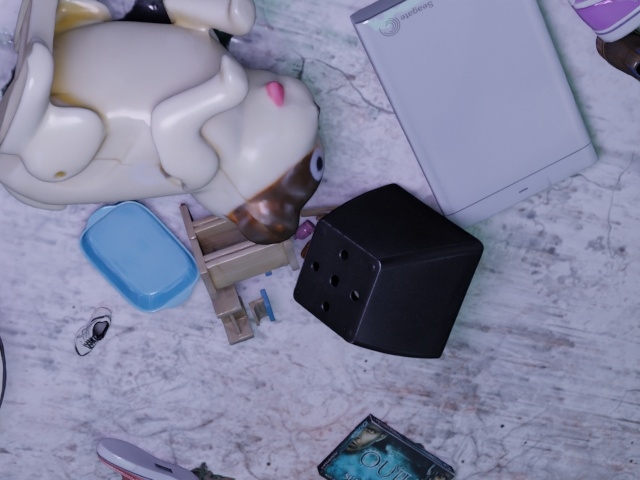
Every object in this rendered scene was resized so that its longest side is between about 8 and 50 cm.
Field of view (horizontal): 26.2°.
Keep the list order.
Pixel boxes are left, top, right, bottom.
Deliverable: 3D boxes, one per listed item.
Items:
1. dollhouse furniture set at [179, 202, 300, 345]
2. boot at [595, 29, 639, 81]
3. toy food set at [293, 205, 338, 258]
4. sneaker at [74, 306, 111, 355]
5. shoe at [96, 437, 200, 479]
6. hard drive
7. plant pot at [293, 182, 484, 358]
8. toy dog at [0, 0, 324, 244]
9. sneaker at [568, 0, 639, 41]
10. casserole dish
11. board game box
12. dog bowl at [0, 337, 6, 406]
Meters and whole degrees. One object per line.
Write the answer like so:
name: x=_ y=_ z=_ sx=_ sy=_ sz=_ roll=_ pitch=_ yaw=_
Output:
dollhouse furniture set: x=-0.101 y=0.028 z=1.903 sx=0.129 sy=0.129 sz=0.183 roll=-19 pitch=143 yaw=-2
boot: x=0.488 y=-0.226 z=1.886 sx=0.219 sy=0.106 sz=0.082 roll=16 pitch=113 yaw=-19
toy food set: x=0.000 y=0.000 z=1.953 sx=0.078 sy=0.019 sz=0.122 roll=-9 pitch=126 yaw=-7
sneaker: x=-0.323 y=0.134 z=1.943 sx=0.032 sy=0.037 sz=0.083 roll=24 pitch=111 yaw=-24
shoe: x=-0.271 y=0.363 z=2.056 sx=0.178 sy=0.063 sz=0.081 roll=28 pitch=103 yaw=-28
hard drive: x=0.216 y=-0.204 z=1.875 sx=0.233 sy=0.047 sz=0.353 roll=-27 pitch=119 yaw=2
plant pot: x=0.076 y=0.047 z=1.861 sx=0.167 sy=0.187 sz=0.188 roll=-5 pitch=123 yaw=-46
toy dog: x=-0.188 y=-0.131 z=1.702 sx=0.408 sy=0.284 sz=0.395 roll=12 pitch=127 yaw=-17
sneaker: x=0.434 y=-0.403 z=1.789 sx=0.282 sy=0.102 sz=0.161 roll=-42 pitch=114 yaw=11
casserole dish: x=-0.250 y=0.017 z=1.898 sx=0.114 sy=0.037 sz=0.188 roll=-36 pitch=118 yaw=8
board game box: x=0.104 y=0.362 z=2.157 sx=0.186 sy=0.026 sz=0.126 roll=35 pitch=106 yaw=-25
dog bowl: x=-0.624 y=0.140 z=1.819 sx=0.408 sy=0.150 sz=0.408 roll=-5 pitch=117 yaw=-9
